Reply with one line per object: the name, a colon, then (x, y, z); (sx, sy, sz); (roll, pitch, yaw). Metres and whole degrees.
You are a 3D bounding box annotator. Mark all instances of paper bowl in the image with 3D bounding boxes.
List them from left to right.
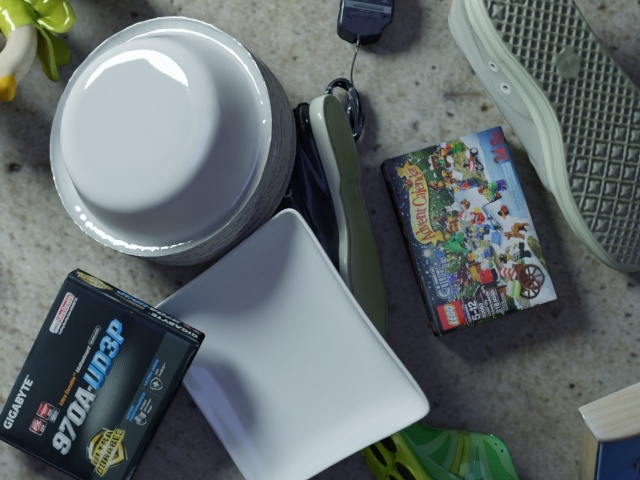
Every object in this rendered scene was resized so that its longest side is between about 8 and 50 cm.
paper bowl: (-0.182, -0.118, 1.110); (0.284, 0.148, 0.285); (-2, 82, 17)

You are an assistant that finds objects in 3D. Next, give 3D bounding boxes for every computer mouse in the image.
computer mouse: (0.047, -0.244, 1.246); (0.071, 0.041, 0.242); (11, 90, -5)

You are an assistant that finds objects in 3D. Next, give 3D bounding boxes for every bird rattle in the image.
bird rattle: (-0.419, -0.255, 1.125); (0.253, 0.143, 0.207); (13, 55, -11)

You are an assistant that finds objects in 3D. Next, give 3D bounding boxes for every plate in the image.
plate: (-0.043, 0.137, 1.134); (0.277, 0.045, 0.278); (-36, 88, 30)

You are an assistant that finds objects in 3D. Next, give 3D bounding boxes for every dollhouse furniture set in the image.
dollhouse furniture set: (0.461, 0.313, 1.067); (0.286, 0.198, 0.303); (-21, 49, -6)

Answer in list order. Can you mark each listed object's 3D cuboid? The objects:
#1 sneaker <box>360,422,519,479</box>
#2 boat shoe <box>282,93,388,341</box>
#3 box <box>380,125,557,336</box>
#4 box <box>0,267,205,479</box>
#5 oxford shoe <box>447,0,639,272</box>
sneaker: (0.159, 0.278, 1.177); (0.295, 0.109, 0.123); (42, 57, 4)
boat shoe: (-0.002, 0.000, 1.178); (0.113, 0.127, 0.340); (-11, 94, 23)
box: (0.187, -0.012, 1.225); (0.159, 0.044, 0.233); (-17, 86, -6)
box: (-0.262, 0.169, 1.139); (0.175, 0.051, 0.220); (28, 99, -2)
oxford shoe: (0.307, -0.161, 1.218); (0.169, 0.130, 0.449); (-37, 103, -13)
